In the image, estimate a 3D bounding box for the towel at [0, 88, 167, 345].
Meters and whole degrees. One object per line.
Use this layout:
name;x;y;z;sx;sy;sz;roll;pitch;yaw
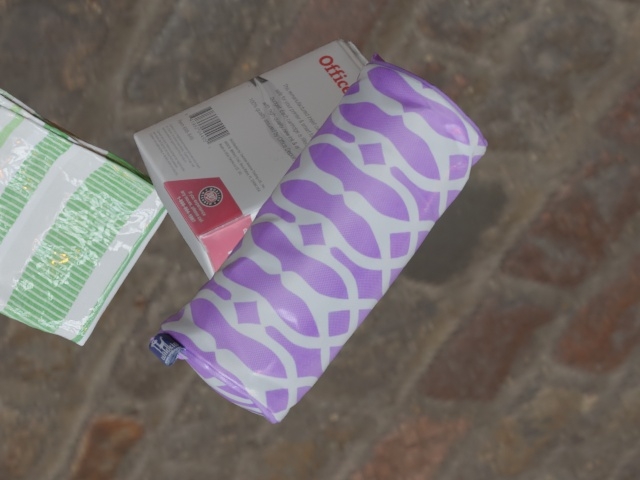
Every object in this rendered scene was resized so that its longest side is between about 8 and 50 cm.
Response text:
towel;-0.355;-0.027;2.048;0.325;0.038;0.248;29;96;-38

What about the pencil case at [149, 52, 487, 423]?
pencil case;0.000;0.000;0.899;0.206;0.088;0.086;-50;130;-7

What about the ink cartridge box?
ink cartridge box;-0.031;-0.069;1.509;0.218;0.158;0.092;-27;138;-9
